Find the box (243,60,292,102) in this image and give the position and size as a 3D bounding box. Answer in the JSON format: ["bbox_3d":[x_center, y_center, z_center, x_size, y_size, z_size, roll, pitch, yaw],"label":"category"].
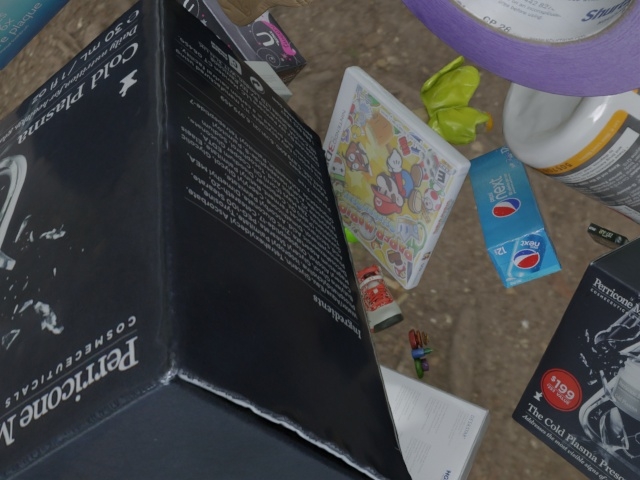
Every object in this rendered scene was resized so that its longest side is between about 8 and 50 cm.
[{"bbox_3d":[-0.127,-0.248,1.378,0.101,0.102,0.087,-15,64,-52],"label":"box"}]

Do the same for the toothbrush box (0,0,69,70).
[{"bbox_3d":[-0.425,-0.336,0.929,0.216,0.295,0.126,-41,84,10],"label":"toothbrush box"}]

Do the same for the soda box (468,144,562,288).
[{"bbox_3d":[0.238,-0.037,0.993,0.071,0.210,0.067,-22,120,17],"label":"soda box"}]

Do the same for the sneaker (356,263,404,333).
[{"bbox_3d":[0.133,0.139,1.950,0.090,0.270,0.145,-23,90,2],"label":"sneaker"}]

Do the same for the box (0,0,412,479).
[{"bbox_3d":[-0.221,0.100,0.774,0.480,0.472,0.297,-34,134,20],"label":"box"}]

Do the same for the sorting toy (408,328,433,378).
[{"bbox_3d":[0.206,0.225,1.594,0.042,0.061,0.102,-13,81,9],"label":"sorting toy"}]

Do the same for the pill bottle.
[{"bbox_3d":[0.341,-0.103,0.825,0.278,0.162,0.162,23,85,-24],"label":"pill bottle"}]

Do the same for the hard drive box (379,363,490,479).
[{"bbox_3d":[0.167,0.353,1.445,0.181,0.232,0.089,-61,156,-18],"label":"hard drive box"}]

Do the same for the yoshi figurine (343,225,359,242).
[{"bbox_3d":[0.006,0.004,1.809,0.362,0.203,0.203,-33,105,5],"label":"yoshi figurine"}]

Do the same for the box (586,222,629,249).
[{"bbox_3d":[0.512,-0.001,1.401,0.083,0.067,0.018,26,91,-58],"label":"box"}]

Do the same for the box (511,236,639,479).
[{"bbox_3d":[0.512,0.223,1.163,0.179,0.343,0.313,-17,134,-44],"label":"box"}]

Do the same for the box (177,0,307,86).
[{"bbox_3d":[-0.176,-0.396,1.585,0.247,0.142,0.163,55,42,4],"label":"box"}]

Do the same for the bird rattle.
[{"bbox_3d":[0.170,-0.182,1.304,0.207,0.253,0.143,4,71,-48],"label":"bird rattle"}]

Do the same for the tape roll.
[{"bbox_3d":[0.138,-0.223,0.493,0.090,0.275,0.275,-47,111,-19],"label":"tape roll"}]

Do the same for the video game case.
[{"bbox_3d":[0.080,-0.082,1.043,0.026,0.227,0.206,-17,140,-36],"label":"video game case"}]

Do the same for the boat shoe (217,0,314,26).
[{"bbox_3d":[-0.045,-0.354,1.025,0.092,0.285,0.103,-44,110,-23],"label":"boat shoe"}]
